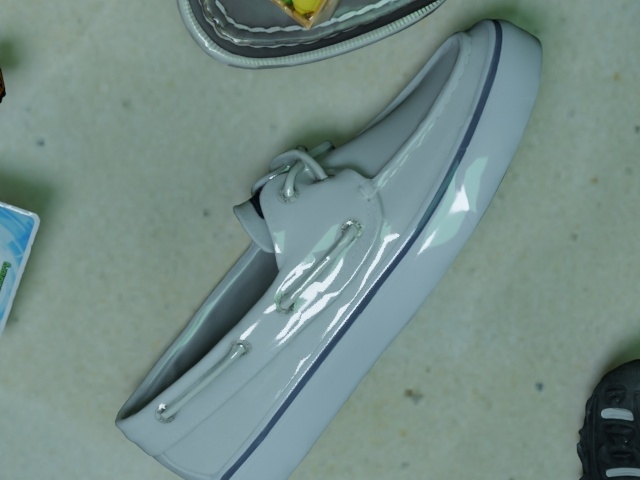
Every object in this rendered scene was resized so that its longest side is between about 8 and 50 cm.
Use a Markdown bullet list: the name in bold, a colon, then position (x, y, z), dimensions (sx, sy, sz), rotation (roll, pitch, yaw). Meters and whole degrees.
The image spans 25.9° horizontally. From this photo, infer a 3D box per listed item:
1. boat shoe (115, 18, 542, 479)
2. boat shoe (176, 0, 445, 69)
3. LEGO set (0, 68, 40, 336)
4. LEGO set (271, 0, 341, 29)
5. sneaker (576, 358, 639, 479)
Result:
- **boat shoe**: position (0.000, 0.000, 0.653), dimensions (0.088, 0.096, 0.267), rotation (32, 103, -16)
- **boat shoe**: position (0.080, -0.179, 0.626), dimensions (0.324, 0.097, 0.116), rotation (-29, 102, -2)
- **LEGO set**: position (-0.232, 0.008, 0.653), dimensions (0.182, 0.060, 0.244), rotation (19, 108, -10)
- **LEGO set**: position (-0.088, -0.210, 0.557), dimensions (0.132, 0.107, 0.287), rotation (-21, 84, 6)
- **sneaker**: position (0.230, 0.166, 0.716), dimensions (0.108, 0.100, 0.271), rotation (-41, 101, -22)
